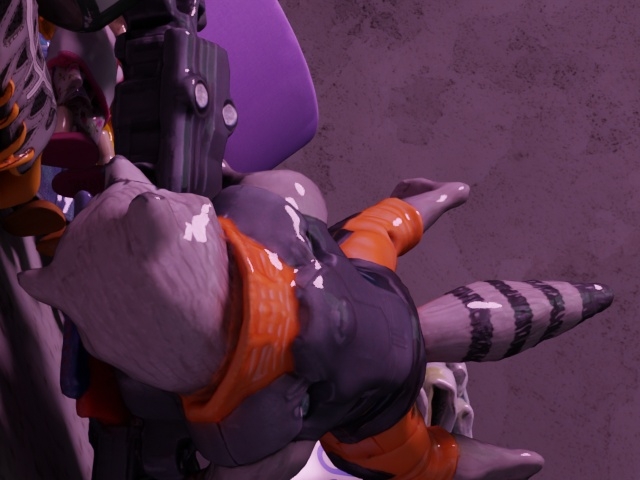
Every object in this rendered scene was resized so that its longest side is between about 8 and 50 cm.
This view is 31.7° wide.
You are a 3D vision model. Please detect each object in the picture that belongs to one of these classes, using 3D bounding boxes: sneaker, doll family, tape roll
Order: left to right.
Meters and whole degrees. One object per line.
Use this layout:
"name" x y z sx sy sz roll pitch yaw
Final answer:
"sneaker" -0.132 -0.059 0.406 0.215 0.084 0.083 154 -79 -85
"doll family" -0.141 -0.056 0.667 0.263 0.118 0.163 68 17 -55
"tape roll" -0.121 -0.161 0.850 0.275 0.090 0.275 48 -15 17

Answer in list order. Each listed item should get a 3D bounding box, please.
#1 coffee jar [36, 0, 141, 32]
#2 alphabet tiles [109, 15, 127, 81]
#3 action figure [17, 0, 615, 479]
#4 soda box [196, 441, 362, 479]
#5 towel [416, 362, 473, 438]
"coffee jar" -0.054 -0.168 0.472 0.096 0.184 0.079 26 -29 56
"alphabet tiles" -0.188 -0.141 0.852 0.278 0.021 0.284 39 -24 39
"action figure" 0.000 0.000 0.549 0.330 0.178 0.341 5 80 -56
"soda box" -0.009 0.178 0.650 0.091 0.098 0.286 -50 -142 40
"towel" 0.055 0.216 0.900 0.374 0.090 0.320 -139 -136 -84
